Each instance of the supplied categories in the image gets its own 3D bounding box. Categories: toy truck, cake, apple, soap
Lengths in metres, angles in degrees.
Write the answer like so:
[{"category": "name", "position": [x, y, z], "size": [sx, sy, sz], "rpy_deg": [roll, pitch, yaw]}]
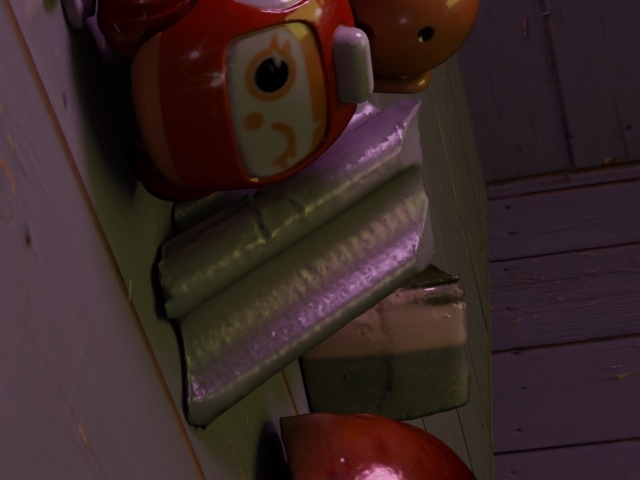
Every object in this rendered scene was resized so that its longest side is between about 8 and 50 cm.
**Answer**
[{"category": "toy truck", "position": [-0.016, -0.151, 1.277], "size": [0.265, 0.239, 0.189], "rpy_deg": [-64, 153, -45]}, {"category": "cake", "position": [0.018, 0.081, 1.897], "size": [0.283, 0.172, 0.158], "rpy_deg": [36, -44, 58]}, {"category": "apple", "position": [0.080, 0.269, 1.639], "size": [0.293, 0.163, 0.251], "rpy_deg": [70, 0, -72]}, {"category": "soap", "position": [-0.078, -0.009, 1.486], "size": [0.302, 0.258, 0.159], "rpy_deg": [-32, 125, -28]}]

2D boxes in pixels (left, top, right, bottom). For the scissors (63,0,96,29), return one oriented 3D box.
[{"category": "scissors", "position": [-0.177, -0.241, 1.209], "size": [0.100, 0.015, 0.189], "rpy_deg": [61, 22, -66]}]
